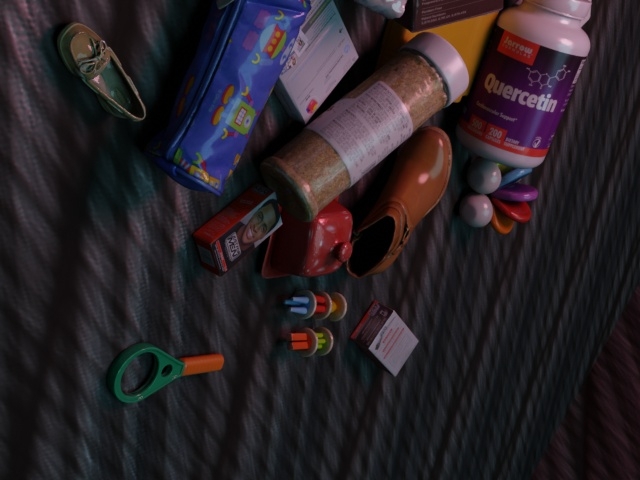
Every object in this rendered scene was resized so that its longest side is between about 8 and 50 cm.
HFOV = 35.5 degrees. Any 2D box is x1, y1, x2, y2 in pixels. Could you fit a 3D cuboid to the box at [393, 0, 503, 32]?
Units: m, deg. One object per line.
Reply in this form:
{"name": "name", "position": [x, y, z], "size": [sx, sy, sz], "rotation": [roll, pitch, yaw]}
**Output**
{"name": "box", "position": [0.162, -0.440, 1.464], "size": [0.167, 0.168, 0.203], "rotation": [-18, 129, -21]}

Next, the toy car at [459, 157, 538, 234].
{"name": "toy car", "position": [0.383, -0.098, 2.074], "size": [0.159, 0.136, 0.182], "rotation": [-19, 127, -47]}

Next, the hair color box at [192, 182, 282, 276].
{"name": "hair color box", "position": [-0.124, -0.017, 1.516], "size": [0.141, 0.043, 0.072], "rotation": [-43, 141, -30]}

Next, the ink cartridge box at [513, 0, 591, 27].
{"name": "ink cartridge box", "position": [0.468, -0.459, 2.008], "size": [0.198, 0.067, 0.115], "rotation": [-39, 139, -31]}

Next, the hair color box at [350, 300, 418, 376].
{"name": "hair color box", "position": [0.130, 0.198, 2.007], "size": [0.093, 0.053, 0.167], "rotation": [-55, 147, -11]}

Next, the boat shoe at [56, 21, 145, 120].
{"name": "boat shoe", "position": [-0.259, -0.200, 1.198], "size": [0.056, 0.048, 0.153], "rotation": [-51, 145, -19]}

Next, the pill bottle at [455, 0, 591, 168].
{"name": "pill bottle", "position": [0.385, -0.309, 1.868], "size": [0.181, 0.181, 0.323], "rotation": [-12, 126, -50]}

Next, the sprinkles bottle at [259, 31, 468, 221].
{"name": "sprinkles bottle", "position": [0.072, -0.180, 1.560], "size": [0.355, 0.121, 0.121], "rotation": [-41, 142, -18]}

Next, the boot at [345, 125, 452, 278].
{"name": "boot", "position": [0.130, -0.064, 1.731], "size": [0.283, 0.109, 0.220], "rotation": [-58, 171, 15]}

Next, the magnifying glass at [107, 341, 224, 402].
{"name": "magnifying glass", "position": [-0.234, 0.196, 1.533], "size": [0.231, 0.026, 0.092], "rotation": [2, 110, -53]}

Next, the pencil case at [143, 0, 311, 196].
{"name": "pencil case", "position": [-0.124, -0.212, 1.311], "size": [0.306, 0.119, 0.133], "rotation": [-65, 154, 2]}

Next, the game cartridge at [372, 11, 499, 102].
{"name": "game cartridge", "position": [0.220, -0.403, 1.727], "size": [0.285, 0.053, 0.323], "rotation": [-4, 117, -53]}

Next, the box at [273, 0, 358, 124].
{"name": "box", "position": [-0.024, -0.284, 1.476], "size": [0.145, 0.038, 0.186], "rotation": [-53, 145, -14]}

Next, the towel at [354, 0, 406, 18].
{"name": "towel", "position": [0.025, -0.488, 1.242], "size": [0.332, 0.053, 0.317], "rotation": [23, 93, -24]}

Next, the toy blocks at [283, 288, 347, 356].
{"name": "toy blocks", "position": [-0.026, 0.145, 1.753], "size": [0.148, 0.054, 0.123], "rotation": [10, 103, -56]}

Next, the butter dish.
{"name": "butter dish", "position": [0.000, 0.000, 1.630], "size": [0.160, 0.118, 0.160], "rotation": [-10, 120, -52]}
